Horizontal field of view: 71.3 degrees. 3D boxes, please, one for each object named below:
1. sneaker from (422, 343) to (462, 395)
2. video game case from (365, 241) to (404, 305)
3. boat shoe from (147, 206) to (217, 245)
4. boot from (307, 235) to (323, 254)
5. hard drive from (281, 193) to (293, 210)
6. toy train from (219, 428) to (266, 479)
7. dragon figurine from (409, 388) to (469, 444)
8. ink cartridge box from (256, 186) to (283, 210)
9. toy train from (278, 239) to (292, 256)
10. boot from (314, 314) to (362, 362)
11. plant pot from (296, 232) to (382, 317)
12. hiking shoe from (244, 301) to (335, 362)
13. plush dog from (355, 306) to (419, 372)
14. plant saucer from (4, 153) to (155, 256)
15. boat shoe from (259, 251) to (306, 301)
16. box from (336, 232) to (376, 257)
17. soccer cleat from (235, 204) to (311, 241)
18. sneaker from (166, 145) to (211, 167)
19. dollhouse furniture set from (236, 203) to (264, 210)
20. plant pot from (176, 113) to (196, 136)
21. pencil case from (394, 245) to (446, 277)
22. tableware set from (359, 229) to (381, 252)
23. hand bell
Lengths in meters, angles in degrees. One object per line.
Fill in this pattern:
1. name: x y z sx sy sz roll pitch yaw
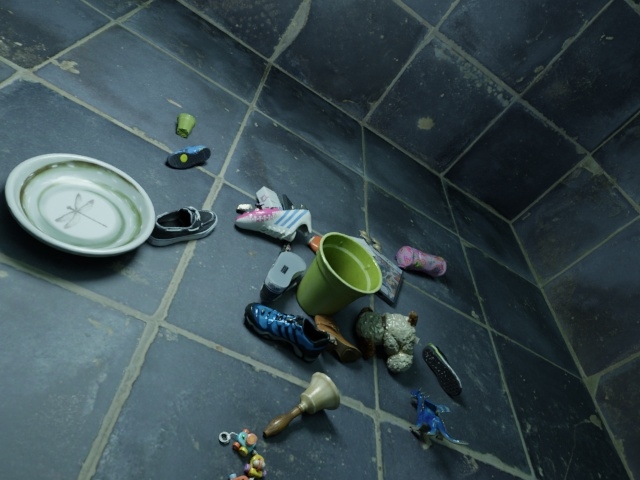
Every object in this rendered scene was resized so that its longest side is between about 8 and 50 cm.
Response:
1. sneaker: 0.525 0.532 1.873 0.097 0.084 0.235 0 50 -47
2. video game case: 0.271 0.149 2.110 0.248 0.035 0.275 39 33 -3
3. boat shoe: -0.465 -0.069 1.555 0.108 0.102 0.301 50 34 14
4. boot: 0.000 0.000 1.992 0.084 0.059 0.158 39 34 6
5. hard drive: -0.136 -0.133 1.999 0.094 0.022 0.135 53 17 -46
6. toy train: -0.196 0.561 1.140 0.125 0.046 0.166 11 44 -38
7. dragon figurine: 0.396 0.606 1.551 0.085 0.289 0.144 25 74 -19
8. ink cartridge box: -0.219 -0.164 1.945 0.088 0.052 0.123 27 32 -52
9. toy train: -0.141 0.033 1.838 0.036 0.027 0.158 42 31 -18
10. boot: 0.064 0.354 1.631 0.197 0.073 0.152 36 17 -33
11. plant pot: 0.045 0.155 1.672 0.276 0.254 0.276 27 35 -21
12. hiking shoe: -0.105 0.278 1.486 0.304 0.132 0.113 32 34 -13
13. plush dog: 0.247 0.352 1.736 0.225 0.211 0.263 6 38 -3
14. plant saucer: -0.708 -0.089 1.333 0.400 0.100 0.401 26 36 -21
15. boat shoe: -0.140 0.137 1.639 0.113 0.105 0.306 34 23 -4
16. box: 0.100 0.084 1.865 0.181 0.181 0.119 12 30 -36
17. soccer cleat: -0.177 -0.061 1.808 0.331 0.116 0.143 -9 82 -30
18. sneaker: -0.555 -0.348 1.841 0.082 0.069 0.209 20 32 31
19. dollhouse furniture set: -0.295 -0.109 1.862 0.114 0.091 0.081 -3 92 -20
20. plant pot: -0.596 -0.499 1.960 0.083 0.083 0.079 22 49 -26
21. pencil case: 0.530 0.114 2.345 0.284 0.124 0.124 15 41 -32
22. tableware set: 0.253 -0.002 2.248 0.141 0.020 0.169 37 14 -7
23. hand bell: -0.069 0.501 1.313 0.242 0.126 0.126 -20 66 -41
